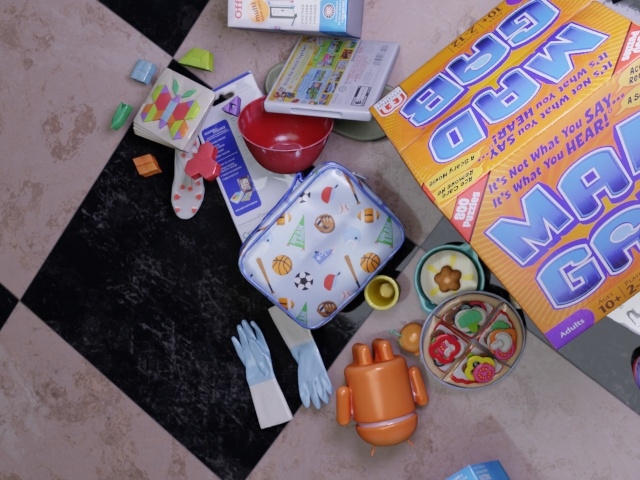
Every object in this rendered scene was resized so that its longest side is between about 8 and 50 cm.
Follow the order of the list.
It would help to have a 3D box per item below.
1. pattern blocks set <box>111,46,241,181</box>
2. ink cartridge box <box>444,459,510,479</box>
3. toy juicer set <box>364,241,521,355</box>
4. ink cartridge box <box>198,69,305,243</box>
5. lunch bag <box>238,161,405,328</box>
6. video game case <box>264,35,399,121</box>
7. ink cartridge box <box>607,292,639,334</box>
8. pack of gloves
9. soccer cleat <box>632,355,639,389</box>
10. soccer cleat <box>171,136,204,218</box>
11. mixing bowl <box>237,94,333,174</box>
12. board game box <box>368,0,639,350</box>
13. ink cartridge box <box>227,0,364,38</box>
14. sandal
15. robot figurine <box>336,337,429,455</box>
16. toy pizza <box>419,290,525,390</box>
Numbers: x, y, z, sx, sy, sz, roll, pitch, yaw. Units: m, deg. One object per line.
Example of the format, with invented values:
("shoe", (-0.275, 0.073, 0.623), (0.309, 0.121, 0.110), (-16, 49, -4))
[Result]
("pattern blocks set", (-0.299, -0.262, 1.748), (0.325, 0.026, 0.285), (12, 80, 33))
("ink cartridge box", (0.292, 0.570, 1.557), (0.198, 0.197, 0.270), (-38, 66, 15))
("toy juicer set", (0.264, 0.106, 1.631), (0.329, 0.089, 0.209), (-27, 85, 16))
("ink cartridge box", (-0.138, -0.163, 1.755), (0.165, 0.065, 0.332), (-23, 87, 17))
("lunch bag", (0.000, 0.000, 1.649), (0.243, 0.115, 0.303), (43, 95, -7))
("video game case", (0.025, -0.313, 1.637), (0.207, 0.227, 0.026), (8, 139, 17))
("ink cartridge box", (0.560, 0.097, 1.468), (0.160, 0.219, 0.092), (30, 105, 13))
("pack of gloves", (-0.074, 0.253, 1.779), (0.195, 0.046, 0.232), (-23, 83, 28))
("soccer cleat", (0.635, 0.313, 1.523), (0.083, 0.095, 0.248), (-30, 84, 16))
("soccer cleat", (-0.279, -0.143, 1.805), (0.068, 0.076, 0.196), (1, 113, -11))
("mixing bowl", (-0.066, -0.191, 1.640), (0.182, 0.181, 0.098), (16, 136, 16))
("board game box", (0.356, -0.130, 1.341), (0.356, 0.356, 0.356), (-38, 123, 10))
("ink cartridge box", (-0.043, -0.482, 1.638), (0.233, 0.168, 0.171), (6, 102, 12))
("sandal", (0.020, -0.273, 1.687), (0.303, 0.086, 0.120), (17, 98, 16))
("robot figurine", (0.116, 0.304, 1.667), (0.128, 0.158, 0.219), (-13, 89, 40))
("toy pizza", (0.287, 0.192, 1.606), (0.201, 0.032, 0.201), (-1, 105, -3))
